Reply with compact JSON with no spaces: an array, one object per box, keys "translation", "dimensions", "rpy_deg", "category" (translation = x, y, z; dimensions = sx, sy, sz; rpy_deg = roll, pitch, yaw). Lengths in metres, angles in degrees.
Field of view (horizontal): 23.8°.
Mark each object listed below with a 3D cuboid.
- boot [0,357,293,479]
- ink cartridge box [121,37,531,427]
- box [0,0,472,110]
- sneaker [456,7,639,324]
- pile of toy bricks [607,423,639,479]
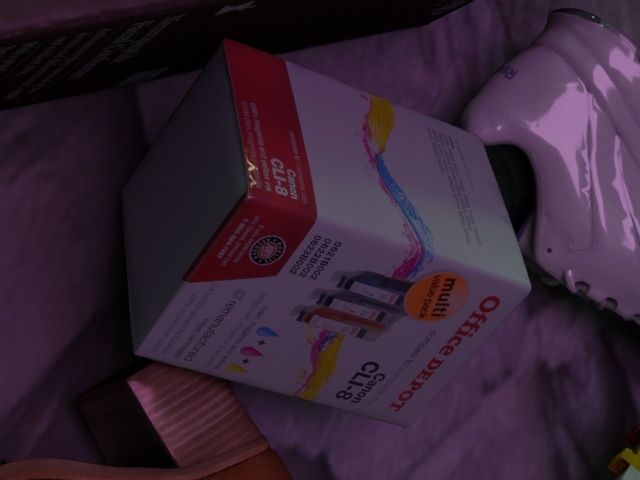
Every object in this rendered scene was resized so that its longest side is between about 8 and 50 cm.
[{"translation":[-0.117,0.203,0.777],"dimensions":[0.283,0.109,0.220],"rpy_deg":[-30,94,-39],"category":"boot"},{"translation":[0.000,0.000,0.823],"dimensions":[0.176,0.128,0.127],"rpy_deg":[17,39,-27],"category":"ink cartridge box"},{"translation":[-0.067,-0.171,0.817],"dimensions":[0.381,0.191,0.143],"rpy_deg":[-17,89,-27],"category":"box"},{"translation":[0.194,0.001,0.983],"dimensions":[0.129,0.111,0.297],"rpy_deg":[-36,97,-8],"category":"sneaker"},{"translation":[0.261,0.206,0.972],"dimensions":[0.212,0.118,0.105],"rpy_deg":[41,47,4],"category":"pile of toy bricks"}]
